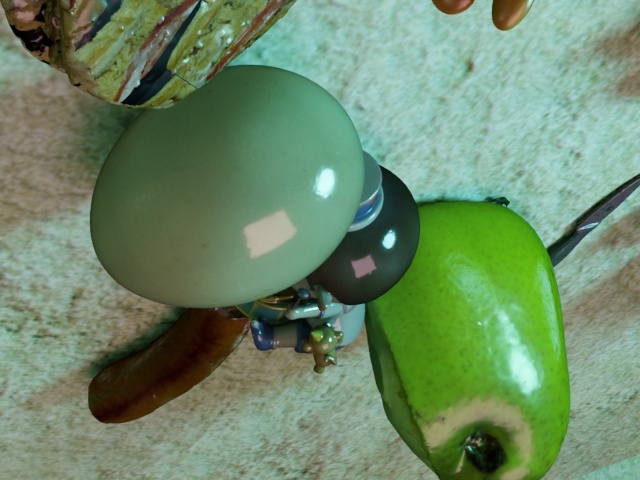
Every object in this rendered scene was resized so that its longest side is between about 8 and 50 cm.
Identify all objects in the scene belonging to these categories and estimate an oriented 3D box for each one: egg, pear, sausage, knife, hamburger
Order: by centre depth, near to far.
[{"bbox_3d":[-0.091,-0.182,0.703,0.231,0.107,0.231,-33,148,-25],"label":"hamburger"},{"bbox_3d":[-0.082,-0.039,0.937,0.253,0.189,0.188,-26,154,22],"label":"egg"},{"bbox_3d":[-0.164,0.127,1.322,0.102,0.076,0.302,14,137,-38],"label":"sausage"},{"bbox_3d":[0.186,0.140,1.338,0.238,0.318,0.342,-18,156,7],"label":"pear"},{"bbox_3d":[0.342,-0.017,1.476,0.035,0.018,0.247,4,142,-34],"label":"knife"}]

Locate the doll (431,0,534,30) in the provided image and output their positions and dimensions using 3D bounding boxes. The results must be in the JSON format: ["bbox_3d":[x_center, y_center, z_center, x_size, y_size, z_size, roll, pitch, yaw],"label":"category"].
[{"bbox_3d":[0.141,-0.247,0.771,0.221,0.143,0.135,-40,-178,33],"label":"doll"}]

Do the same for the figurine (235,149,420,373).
[{"bbox_3d":[0.008,0.005,1.137,0.158,0.161,0.275,30,136,-2],"label":"figurine"}]
